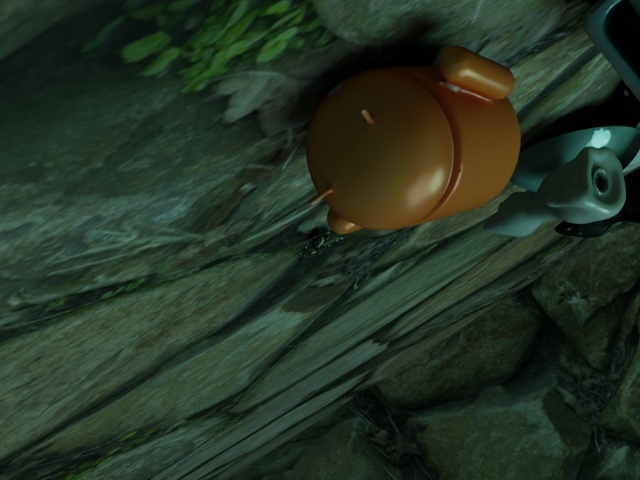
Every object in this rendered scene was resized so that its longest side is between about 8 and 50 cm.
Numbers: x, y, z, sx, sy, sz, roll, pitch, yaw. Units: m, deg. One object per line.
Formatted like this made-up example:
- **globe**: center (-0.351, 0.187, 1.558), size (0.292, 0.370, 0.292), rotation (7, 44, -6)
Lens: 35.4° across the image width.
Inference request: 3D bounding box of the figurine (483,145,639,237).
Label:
- **figurine**: center (0.349, -0.046, 1.330), size (0.215, 0.092, 0.209), rotation (0, 164, -29)

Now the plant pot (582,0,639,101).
- **plant pot**: center (0.416, -0.190, 0.926), size (0.248, 0.247, 0.252), rotation (-37, -178, 21)

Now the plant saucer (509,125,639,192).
- **plant saucer**: center (0.345, -0.098, 1.358), size (0.195, 0.037, 0.195), rotation (-8, 163, -3)

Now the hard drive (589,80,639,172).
- **hard drive**: center (0.500, -0.194, 1.406), size (0.237, 0.064, 0.339), rotation (-24, 164, -10)

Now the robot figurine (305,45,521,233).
- **robot figurine**: center (0.076, -0.078, 0.800), size (0.158, 0.128, 0.219), rotation (-7, -175, 38)

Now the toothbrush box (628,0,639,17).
- **toothbrush box**: center (0.281, -0.245, 0.654), size (0.216, 0.126, 0.295), rotation (-36, 166, 21)

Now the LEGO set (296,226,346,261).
- **LEGO set**: center (-0.003, 0.001, 1.136), size (0.054, 0.023, 0.083), rotation (-15, 171, -45)
